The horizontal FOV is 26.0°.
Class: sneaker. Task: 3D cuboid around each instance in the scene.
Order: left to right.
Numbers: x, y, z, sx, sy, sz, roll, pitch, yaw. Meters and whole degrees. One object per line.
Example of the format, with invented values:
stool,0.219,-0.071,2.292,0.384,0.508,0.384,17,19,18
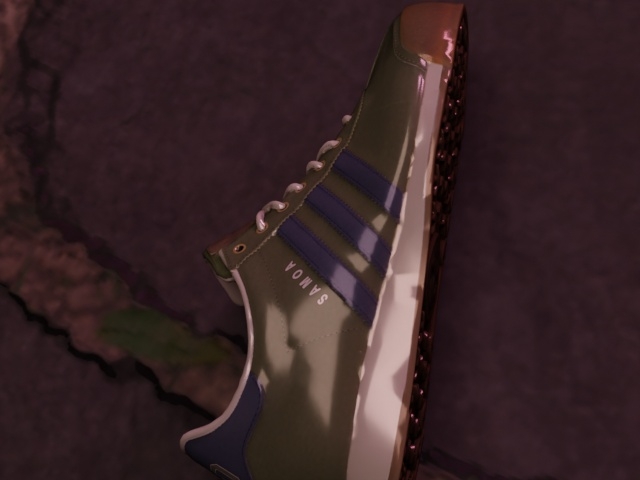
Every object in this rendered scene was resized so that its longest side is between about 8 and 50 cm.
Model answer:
sneaker,0.000,0.000,0.490,0.086,0.064,0.192,6,73,12
